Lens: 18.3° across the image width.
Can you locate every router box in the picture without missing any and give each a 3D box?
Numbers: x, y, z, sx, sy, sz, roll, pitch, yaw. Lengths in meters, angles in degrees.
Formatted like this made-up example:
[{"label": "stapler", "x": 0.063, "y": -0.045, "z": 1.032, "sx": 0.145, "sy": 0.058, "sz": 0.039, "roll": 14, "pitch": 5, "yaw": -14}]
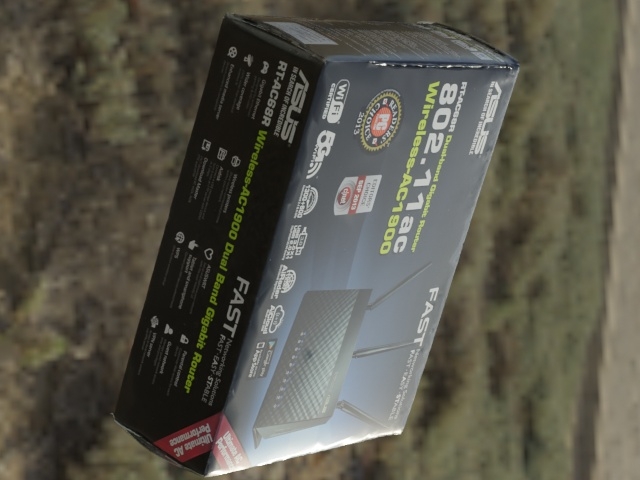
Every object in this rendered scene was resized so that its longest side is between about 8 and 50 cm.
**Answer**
[{"label": "router box", "x": 0.000, "y": 0.000, "z": 0.551, "sx": 0.092, "sy": 0.038, "sz": 0.122, "roll": -7, "pitch": 119, "yaw": -52}]
